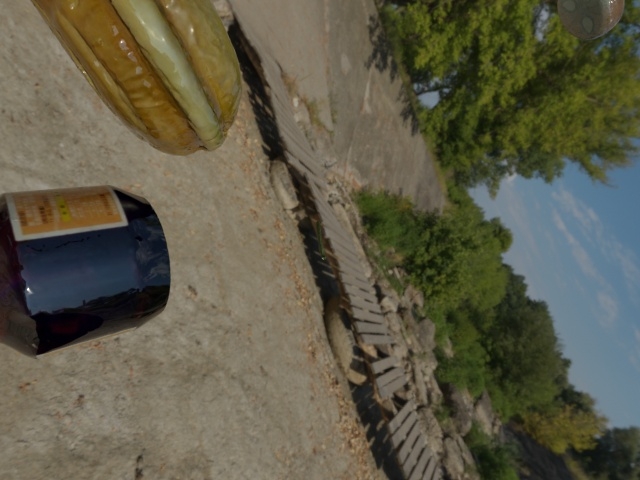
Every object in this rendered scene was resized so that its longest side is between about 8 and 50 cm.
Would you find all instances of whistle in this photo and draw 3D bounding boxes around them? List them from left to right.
[{"bbox_3d":[0.445,-0.397,0.632,0.107,0.057,0.220,55,5,9],"label":"whistle"}]

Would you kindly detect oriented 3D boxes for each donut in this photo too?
[{"bbox_3d":[-0.280,-0.325,0.623,0.449,0.198,0.449,56,-8,13],"label":"donut"}]

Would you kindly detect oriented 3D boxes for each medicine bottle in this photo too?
[{"bbox_3d":[-0.436,0.049,0.544,0.394,0.242,0.243,-8,73,-41],"label":"medicine bottle"}]

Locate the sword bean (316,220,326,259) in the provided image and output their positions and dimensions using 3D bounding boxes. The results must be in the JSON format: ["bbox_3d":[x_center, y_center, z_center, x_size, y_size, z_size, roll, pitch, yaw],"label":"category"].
[{"bbox_3d":[0.000,0.000,0.763,0.012,0.012,0.083,42,34,-54],"label":"sword bean"}]
